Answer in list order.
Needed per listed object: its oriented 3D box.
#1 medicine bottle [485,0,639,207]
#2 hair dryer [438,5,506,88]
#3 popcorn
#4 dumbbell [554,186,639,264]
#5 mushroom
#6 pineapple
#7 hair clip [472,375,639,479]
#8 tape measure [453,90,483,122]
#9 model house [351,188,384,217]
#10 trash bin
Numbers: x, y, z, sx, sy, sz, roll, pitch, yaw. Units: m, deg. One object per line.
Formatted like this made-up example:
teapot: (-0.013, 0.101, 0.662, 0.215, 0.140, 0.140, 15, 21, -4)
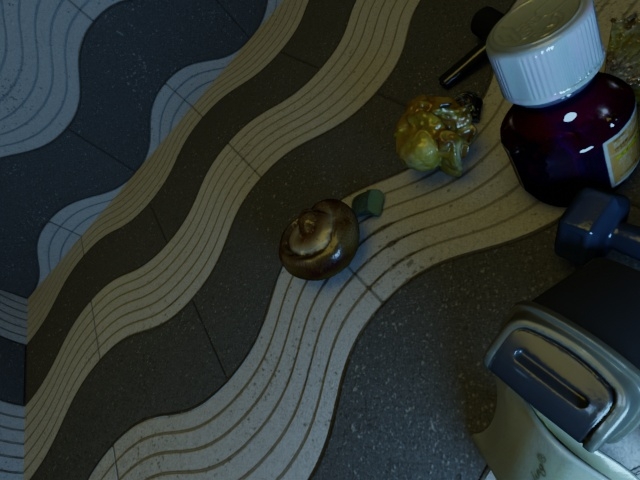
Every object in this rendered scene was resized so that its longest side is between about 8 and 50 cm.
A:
medicine bottle: (0.468, -0.257, 0.786, 0.243, 0.395, 0.242, -21, 48, 25)
hair dryer: (0.455, -0.551, 1.198, 0.251, 0.089, 0.197, -38, 46, 22)
popcorn: (0.288, -0.272, 1.072, 0.190, 0.191, 0.253, -10, 31, -12)
dumbbell: (0.583, 0.021, 0.689, 0.325, 0.160, 0.144, 34, 117, 46)
mushroom: (0.000, 0.000, 1.155, 0.253, 0.153, 0.253, -22, 50, 28)
pineapple: (0.689, -0.376, 0.879, 0.186, 0.114, 0.236, -34, 50, 16)
hair clip: (0.371, 0.366, 0.639, 0.282, 0.113, 0.172, 27, 120, 36)
tape measure: (0.405, -0.367, 1.136, 0.091, 0.054, 0.094, -12, 63, 31)
model house: (0.134, -0.107, 1.192, 0.083, 0.066, 0.078, -12, 66, 54)
trash bin: (0.417, 0.165, 0.636, 0.290, 0.182, 0.209, -27, 45, -25)
